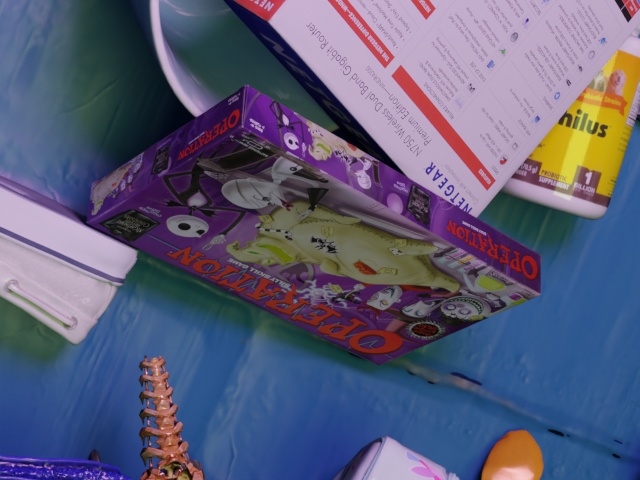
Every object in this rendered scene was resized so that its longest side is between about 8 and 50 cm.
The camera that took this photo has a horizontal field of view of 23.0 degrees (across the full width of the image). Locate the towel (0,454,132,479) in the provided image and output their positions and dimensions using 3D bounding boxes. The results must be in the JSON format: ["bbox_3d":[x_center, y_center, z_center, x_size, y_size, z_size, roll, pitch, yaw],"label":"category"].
[{"bbox_3d":[-0.287,0.273,1.295,0.227,0.076,0.308,12,137,-24],"label":"towel"}]

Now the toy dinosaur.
[{"bbox_3d":[-0.125,0.267,1.366,0.164,0.218,0.322,16,93,-22],"label":"toy dinosaur"}]

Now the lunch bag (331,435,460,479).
[{"bbox_3d":[0.019,0.318,1.397,0.107,0.224,0.279,30,70,-2],"label":"lunch bag"}]

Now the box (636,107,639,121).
[{"bbox_3d":[0.385,-0.162,1.589,0.094,0.027,0.137,28,88,-24],"label":"box"}]

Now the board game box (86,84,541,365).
[{"bbox_3d":[0.000,0.000,1.351,0.346,0.208,0.056,27,55,-33],"label":"board game box"}]

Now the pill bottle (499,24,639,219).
[{"bbox_3d":[0.243,-0.135,1.491,0.117,0.117,0.215,15,93,-22],"label":"pill bottle"}]

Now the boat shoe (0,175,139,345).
[{"bbox_3d":[-0.339,-0.001,1.296,0.367,0.136,0.156,26,92,-32],"label":"boat shoe"}]

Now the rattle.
[{"bbox_3d":[0.181,0.316,1.593,0.130,0.143,0.200,-12,123,14],"label":"rattle"}]

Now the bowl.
[{"bbox_3d":[-0.048,-0.251,1.305,0.311,0.163,0.312,-22,128,-30],"label":"bowl"}]

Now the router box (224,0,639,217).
[{"bbox_3d":[0.115,-0.211,1.293,0.301,0.082,0.335,-49,137,-4],"label":"router box"}]
